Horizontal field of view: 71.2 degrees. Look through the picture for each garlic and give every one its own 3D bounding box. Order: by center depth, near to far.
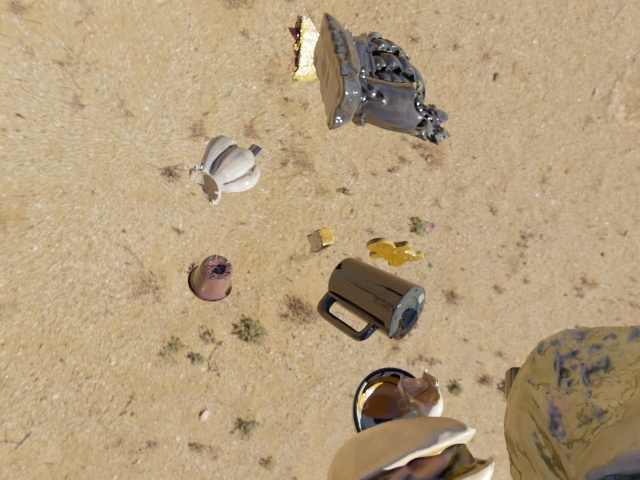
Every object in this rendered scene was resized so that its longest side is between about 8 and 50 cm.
[{"bbox_3d":[-0.183,-0.170,0.989,0.131,0.127,0.194,53,42,-2],"label":"garlic"},{"bbox_3d":[0.293,0.458,1.316,0.099,0.174,0.124,-6,101,-17],"label":"garlic"}]

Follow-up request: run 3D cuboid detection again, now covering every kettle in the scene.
[{"bbox_3d":[0.178,0.222,1.600,0.203,0.308,0.262,23,92,-53],"label":"kettle"}]

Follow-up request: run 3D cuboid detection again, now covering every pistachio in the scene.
[{"bbox_3d":[0.145,0.416,0.778,0.318,0.193,0.214,-32,155,22],"label":"pistachio"}]

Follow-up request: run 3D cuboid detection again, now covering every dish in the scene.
[{"bbox_3d":[0.212,0.552,1.408,0.303,0.120,0.303,7,65,-14],"label":"dish"}]

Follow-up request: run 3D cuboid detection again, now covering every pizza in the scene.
[{"bbox_3d":[-0.047,-0.585,1.359,0.154,0.069,0.193,-29,130,-19],"label":"pizza"}]

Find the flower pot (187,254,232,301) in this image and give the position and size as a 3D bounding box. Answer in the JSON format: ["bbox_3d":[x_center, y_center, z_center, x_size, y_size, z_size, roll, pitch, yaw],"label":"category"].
[{"bbox_3d":[-0.258,0.083,1.082,0.111,0.089,0.111,15,51,-19],"label":"flower pot"}]

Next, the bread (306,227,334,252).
[{"bbox_3d":[0.002,0.002,1.642,0.070,0.083,0.076,-5,71,-42],"label":"bread"}]

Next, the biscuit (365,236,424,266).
[{"bbox_3d":[0.210,0.028,1.313,0.205,0.138,0.031,22,58,-43],"label":"biscuit"}]

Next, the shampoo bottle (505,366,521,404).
[{"bbox_3d":[0.622,0.554,1.310,0.126,0.084,0.350,9,54,-2],"label":"shampoo bottle"}]

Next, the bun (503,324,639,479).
[{"bbox_3d":[0.220,0.154,0.302,0.116,0.237,0.210,27,114,-32],"label":"bun"}]

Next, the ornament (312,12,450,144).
[{"bbox_3d":[0.126,-0.291,0.828,0.261,0.106,0.251,1,59,-22],"label":"ornament"}]
